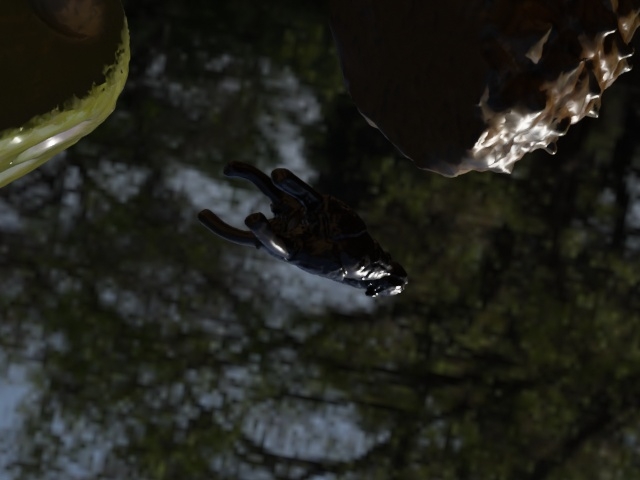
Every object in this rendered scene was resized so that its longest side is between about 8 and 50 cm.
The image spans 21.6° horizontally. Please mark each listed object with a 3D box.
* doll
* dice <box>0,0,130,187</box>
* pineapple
[{"bbox_3d":[0.000,0.000,1.192,0.165,0.057,0.139,28,174,-25],"label":"doll"},{"bbox_3d":[-0.282,-0.126,1.029,0.238,0.233,0.227,-27,-177,44],"label":"dice"},{"bbox_3d":[0.126,-0.126,0.758,0.248,0.128,0.128,-31,-151,-27],"label":"pineapple"}]
